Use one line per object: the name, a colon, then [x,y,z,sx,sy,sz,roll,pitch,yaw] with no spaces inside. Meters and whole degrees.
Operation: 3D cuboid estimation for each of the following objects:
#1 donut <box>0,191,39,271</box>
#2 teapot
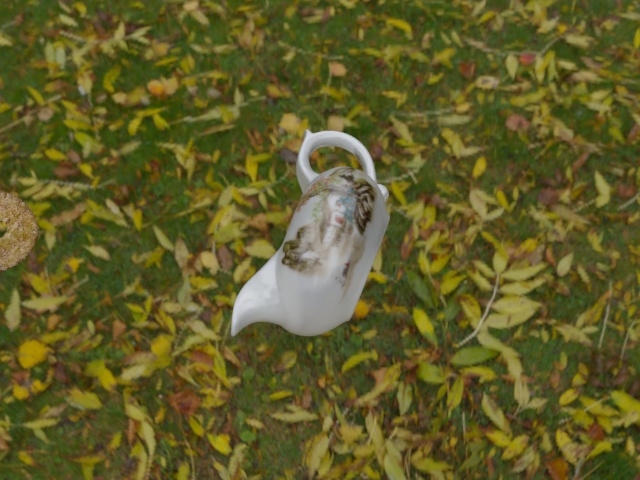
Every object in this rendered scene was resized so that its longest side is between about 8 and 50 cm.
donut: [-0.430,-0.008,1.129,0.108,0.043,0.097,-24,98,-23]
teapot: [0.000,0.000,1.011,0.139,0.204,0.298,20,58,5]
